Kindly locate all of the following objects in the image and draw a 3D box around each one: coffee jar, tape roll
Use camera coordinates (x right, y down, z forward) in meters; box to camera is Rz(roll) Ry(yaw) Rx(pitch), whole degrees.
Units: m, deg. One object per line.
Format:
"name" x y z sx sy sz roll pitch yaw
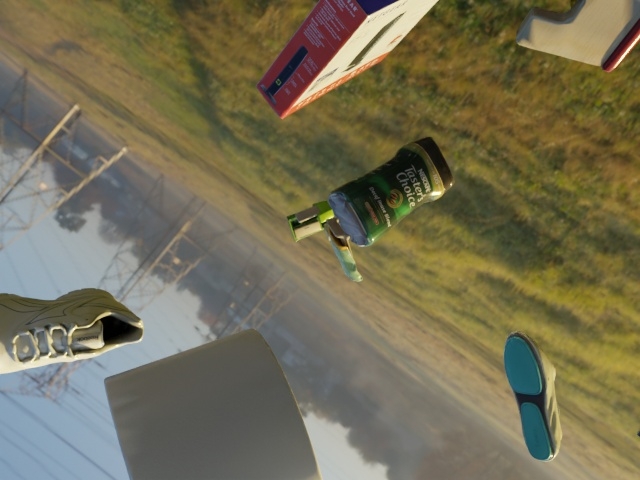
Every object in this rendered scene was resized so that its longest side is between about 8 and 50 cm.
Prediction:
"coffee jar" 0.109 -0.075 1.073 0.096 0.184 0.079 60 159 -11
"tape roll" -0.111 0.234 0.769 0.246 0.169 0.246 162 90 -74

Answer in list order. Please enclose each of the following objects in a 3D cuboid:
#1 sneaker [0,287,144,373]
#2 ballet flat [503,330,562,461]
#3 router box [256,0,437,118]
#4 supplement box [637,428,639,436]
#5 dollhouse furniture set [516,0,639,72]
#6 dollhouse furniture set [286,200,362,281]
"sneaker" -0.390 0.130 1.049 0.129 0.111 0.297 10 -165 39
"ballet flat" 0.381 0.264 1.276 0.086 0.086 0.249 -156 52 -68
"router box" 0.075 -0.392 1.329 0.082 0.335 0.301 51 141 0
"supplement box" 0.504 0.266 1.014 0.083 0.083 0.056 41 -172 24
"dollhouse furniture set" 0.258 -0.305 0.548 0.152 0.374 0.201 18 139 -8
"dollhouse furniture set" 0.000 0.000 0.982 0.152 0.058 0.076 -120 10 -58
